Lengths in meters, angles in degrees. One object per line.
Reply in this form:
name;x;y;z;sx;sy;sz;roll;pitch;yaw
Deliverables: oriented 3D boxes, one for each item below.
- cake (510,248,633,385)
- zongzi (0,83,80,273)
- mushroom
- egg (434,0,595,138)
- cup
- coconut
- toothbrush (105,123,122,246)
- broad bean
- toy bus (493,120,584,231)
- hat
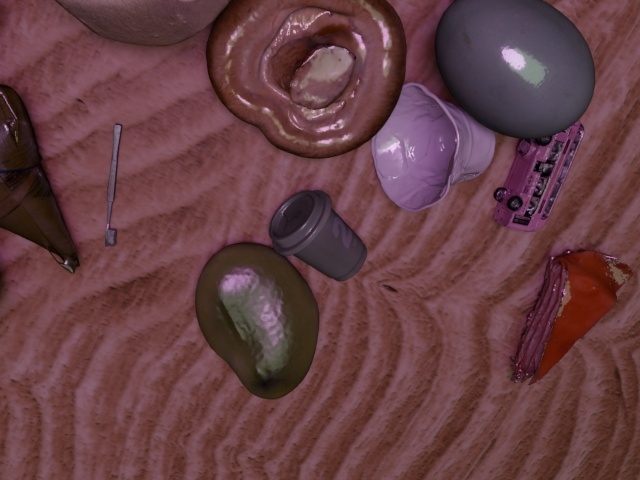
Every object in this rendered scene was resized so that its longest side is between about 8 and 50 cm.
cake;0.419;0.135;1.084;0.135;0.098;0.287;31;97;-19
zongzi;-0.503;-0.056;0.829;0.260;0.123;0.289;-17;114;-21
mushroom;-0.016;-0.243;0.850;0.278;0.146;0.278;-2;119;-4
egg;0.255;-0.233;0.804;0.231;0.168;0.168;35;100;-10
cup;0.000;0.000;0.959;0.120;0.120;0.141;-43;121;7
coconut;-0.215;-0.361;0.705;0.245;0.247;0.244;0;91;0
toothbrush;-0.317;-0.081;0.925;0.017;0.014;0.194;6;108;-11
broad bean;-0.096;0.129;0.981;0.189;0.121;0.263;-22;109;-5
toy bus;0.358;-0.114;1.001;0.090;0.063;0.203;11;109;-16
hat;0.179;-0.144;0.915;0.126;0.203;0.203;-13;113;-30
